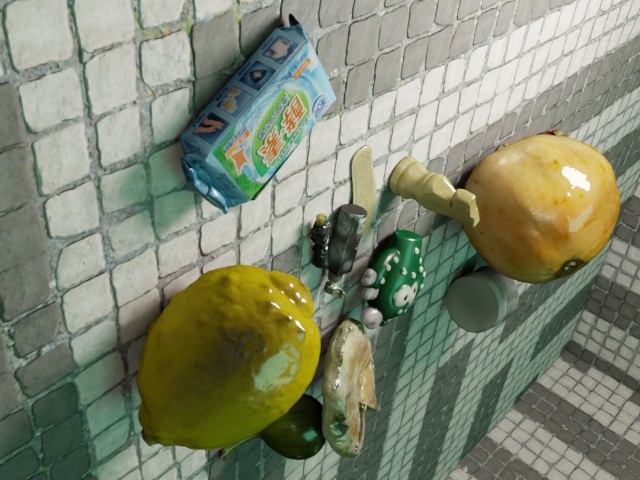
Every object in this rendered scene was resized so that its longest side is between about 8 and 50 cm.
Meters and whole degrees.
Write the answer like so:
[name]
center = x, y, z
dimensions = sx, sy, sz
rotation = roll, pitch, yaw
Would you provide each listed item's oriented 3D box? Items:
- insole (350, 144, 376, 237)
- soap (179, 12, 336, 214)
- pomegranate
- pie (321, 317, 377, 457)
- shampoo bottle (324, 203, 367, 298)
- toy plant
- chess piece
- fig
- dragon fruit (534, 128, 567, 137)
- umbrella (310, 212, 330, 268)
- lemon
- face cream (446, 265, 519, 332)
[insole]
center = 0.089, -0.096, 1.500
dimensions = 0.081, 0.011, 0.247
rotation = -39, 145, -28
[soap]
center = -0.091, -0.182, 1.087
dimensions = 0.293, 0.077, 0.156
rotation = -52, 150, -9
[pomegranate]
center = 0.551, -0.091, 1.847
dimensions = 0.411, 0.411, 0.411
rotation = -36, 144, -32
[pie]
center = 0.069, 0.332, 1.700
dimensions = 0.337, 0.075, 0.337
rotation = -4, 90, -72
[shampoo bottle]
center = 0.047, 0.026, 1.503
dimensions = 0.057, 0.063, 0.207
rotation = -13, 130, -39
[toy plant]
center = 0.171, 0.098, 1.706
dimensions = 0.233, 0.113, 0.243
rotation = -36, 138, -35
[chess piece]
center = 0.250, -0.100, 1.542
dimensions = 0.090, 0.200, 0.090
rotation = -37, 144, -33
[fig]
center = -0.110, 0.427, 1.640
dimensions = 0.259, 0.151, 0.151
rotation = -1, 124, -19
[dragon fruit]
center = 0.607, -0.212, 2.059
dimensions = 0.125, 0.125, 0.246
rotation = 7, 140, -23
[umbrella]
center = 0.000, 0.000, 1.433
dimensions = 0.037, 0.040, 0.144
rotation = -46, 153, -33
[lemon]
center = -0.150, 0.191, 1.180
dimensions = 0.285, 0.285, 0.316
rotation = -6, 143, -54
[face cream]
center = 0.492, 0.176, 2.185
dimensions = 0.153, 0.177, 0.177
rotation = -18, 132, -51
